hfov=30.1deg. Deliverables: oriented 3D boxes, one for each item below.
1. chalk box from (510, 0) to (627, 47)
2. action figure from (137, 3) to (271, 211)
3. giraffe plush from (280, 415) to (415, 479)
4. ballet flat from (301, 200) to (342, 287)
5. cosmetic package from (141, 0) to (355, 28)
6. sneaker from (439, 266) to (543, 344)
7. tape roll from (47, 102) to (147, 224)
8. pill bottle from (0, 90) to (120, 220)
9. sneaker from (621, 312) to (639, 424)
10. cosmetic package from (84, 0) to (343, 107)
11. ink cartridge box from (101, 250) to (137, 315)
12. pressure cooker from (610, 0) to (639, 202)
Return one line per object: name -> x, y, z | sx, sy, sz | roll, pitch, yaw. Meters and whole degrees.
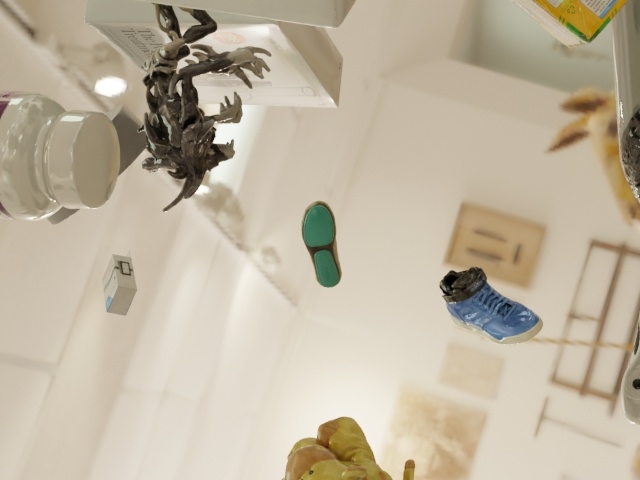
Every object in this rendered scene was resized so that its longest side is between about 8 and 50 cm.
chalk box -> 0.262, -0.291, 1.248 | 0.132, 0.132, 0.213 | -51, 0, 10
action figure -> -0.130, -0.170, 1.286 | 0.164, 0.141, 0.275 | -29, 66, 60
giraffe plush -> 0.014, 0.335, 1.601 | 0.170, 0.210, 0.181 | 24, -92, -60
ballet flat -> 0.000, 0.000, 1.906 | 0.052, 0.057, 0.168 | -95, -2, -57
cosmetic package -> -0.178, -0.323, 0.893 | 0.161, 0.453, 0.230 | -63, -21, -44
sneaker -> 0.210, 0.078, 1.516 | 0.058, 0.152, 0.084 | -40, -61, -22
tape roll -> -0.374, -0.124, 1.920 | 0.219, 0.072, 0.219 | -37, 17, 14
pill bottle -> -0.423, -0.112, 1.547 | 0.169, 0.302, 0.169 | 4, -90, -73
sneaker -> 0.546, 0.209, 1.949 | 0.121, 0.079, 0.216 | 54, -130, -62
cosmetic package -> -0.144, -0.298, 1.788 | 0.377, 0.284, 0.097 | 39, -126, -72
ink cartridge box -> -0.267, 0.053, 1.573 | 0.048, 0.028, 0.083 | -62, 29, 30
pressure cooker -> 0.545, -0.257, 1.495 | 0.370, 0.376, 0.420 | 88, -174, -58
